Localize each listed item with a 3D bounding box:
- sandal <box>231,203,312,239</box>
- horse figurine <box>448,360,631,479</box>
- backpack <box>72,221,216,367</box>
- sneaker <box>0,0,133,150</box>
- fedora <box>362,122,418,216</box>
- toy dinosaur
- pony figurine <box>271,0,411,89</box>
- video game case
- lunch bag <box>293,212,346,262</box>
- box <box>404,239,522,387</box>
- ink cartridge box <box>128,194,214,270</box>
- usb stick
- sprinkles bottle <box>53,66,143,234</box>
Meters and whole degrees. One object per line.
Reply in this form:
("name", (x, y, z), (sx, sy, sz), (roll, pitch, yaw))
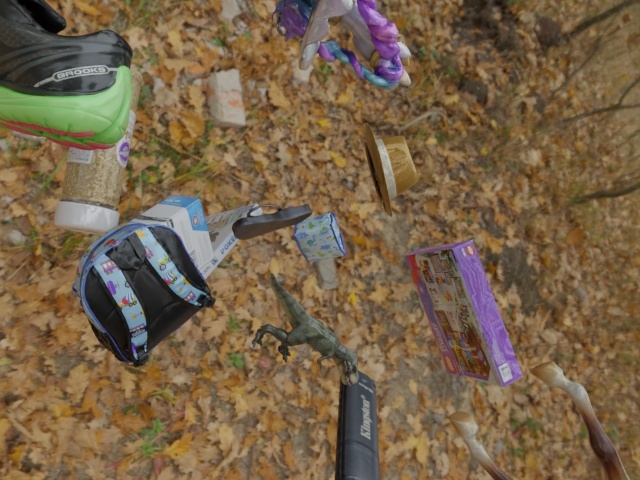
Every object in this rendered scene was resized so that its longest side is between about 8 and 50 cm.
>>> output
("sandal", (-0.124, -0.055, 1.252), (0.255, 0.097, 0.054), (-17, 76, -54))
("horse figurine", (0.187, 0.122, 0.236), (0.066, 0.263, 0.174), (-15, 70, -52))
("backpack", (-0.245, 0.053, 0.680), (0.158, 0.117, 0.173), (-42, 139, -26))
("sneaker", (-0.495, -0.283, 0.791), (0.185, 0.483, 0.202), (63, 44, -82))
("fedora", (0.135, -0.138, 0.973), (0.194, 0.079, 0.194), (-16, 90, -86))
("toy dinosaur", (-0.041, 0.158, 0.873), (0.268, 0.118, 0.064), (50, 27, -28))
("pony figurine", (0.014, -0.376, 0.701), (0.363, 0.351, 0.303), (44, 90, -1))
("video game case", (-0.340, 0.029, 1.353), (0.036, 0.329, 0.300), (56, 48, -25))
("lunch bag", (0.000, 0.000, 1.597), (0.096, 0.129, 0.151), (-84, 157, -51))
("box", (0.296, 0.151, 1.103), (0.057, 0.201, 0.293), (-21, 92, -20))
("ink cartridge box", (-0.299, 0.018, 0.975), (0.191, 0.082, 0.139), (-45, 137, -47))
("usb stick", (0.064, 0.322, 0.887), (0.077, 0.045, 0.278), (25, 23, -7))
("sprinkles bottle", (-0.462, -0.193, 1.087), (0.121, 0.121, 0.355), (14, 81, -43))
